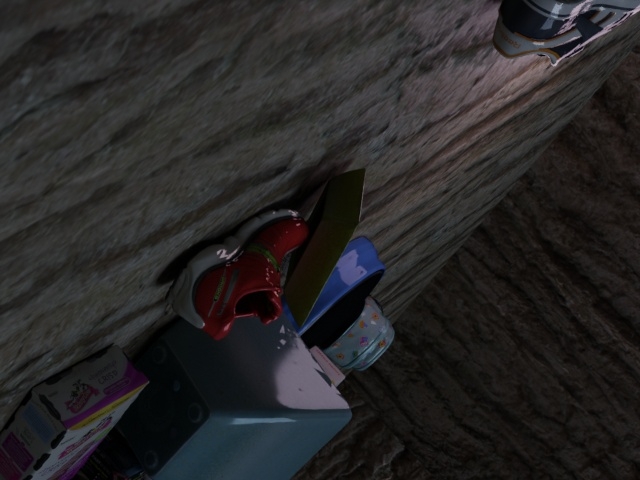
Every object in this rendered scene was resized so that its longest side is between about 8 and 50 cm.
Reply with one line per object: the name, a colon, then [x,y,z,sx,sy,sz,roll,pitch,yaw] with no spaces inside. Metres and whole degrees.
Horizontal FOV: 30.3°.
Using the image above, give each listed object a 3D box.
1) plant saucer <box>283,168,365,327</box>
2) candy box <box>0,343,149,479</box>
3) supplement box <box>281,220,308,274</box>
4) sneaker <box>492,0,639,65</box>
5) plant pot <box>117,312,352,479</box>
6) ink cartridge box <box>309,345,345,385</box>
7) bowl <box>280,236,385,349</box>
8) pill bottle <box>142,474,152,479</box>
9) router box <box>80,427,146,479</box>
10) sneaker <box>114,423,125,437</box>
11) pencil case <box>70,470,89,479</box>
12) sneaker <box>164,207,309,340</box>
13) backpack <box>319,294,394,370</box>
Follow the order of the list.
plant saucer: [0.000,0.000,1.677,0.188,0.045,0.188,-79,-165,-63]
candy box: [-0.338,0.250,1.510,0.233,0.071,0.159,-51,167,34]
supplement box: [-0.024,0.003,1.828,0.098,0.036,0.062,-38,168,-29]
sneaker: [0.351,-0.333,1.682,0.321,0.126,0.127,-18,150,-44]
plant pot: [-0.160,0.242,1.728,0.248,0.247,0.252,-47,153,21]
ink cartridge box: [-0.027,0.284,2.374,0.090,0.092,0.143,-48,168,26]
bowl: [-0.024,0.154,2.340,0.391,0.077,0.391,-42,170,-9]
pill bottle: [-0.343,0.470,2.169,0.130,0.130,0.246,-42,176,-9]
router box: [-0.310,0.302,1.683,0.038,0.122,0.092,-51,169,14]
sneaker: [-0.306,0.314,1.837,0.080,0.094,0.212,-43,170,-11]
pencil case: [-0.377,0.429,1.852,0.410,0.183,0.160,83,21,-78]
sneaker: [-0.088,0.051,1.527,0.279,0.118,0.107,-37,168,-52]
backpack: [0.075,0.200,2.591,0.166,0.144,0.188,-43,-171,5]
